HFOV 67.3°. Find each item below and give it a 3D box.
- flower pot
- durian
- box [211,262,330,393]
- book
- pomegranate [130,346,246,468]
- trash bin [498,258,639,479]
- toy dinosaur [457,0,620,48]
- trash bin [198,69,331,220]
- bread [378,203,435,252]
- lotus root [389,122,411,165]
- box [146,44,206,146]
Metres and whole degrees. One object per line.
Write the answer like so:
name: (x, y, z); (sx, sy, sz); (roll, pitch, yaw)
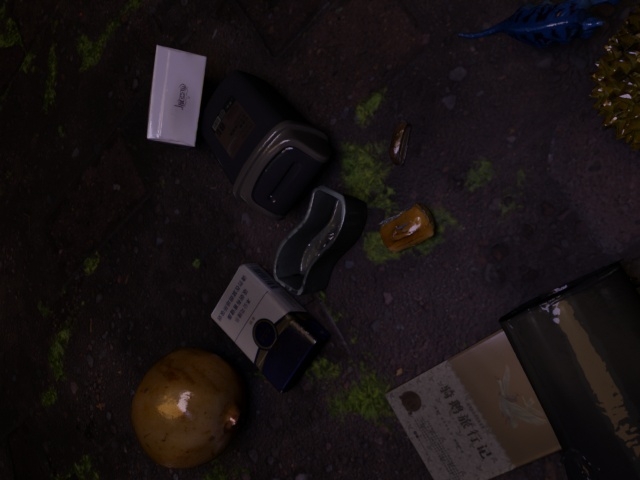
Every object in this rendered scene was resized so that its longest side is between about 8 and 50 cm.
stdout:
flower pot: (0.000, 0.000, 0.994); (0.103, 0.108, 0.229); (40, 108, 24)
durian: (0.511, -0.249, 0.624); (0.258, 0.258, 0.293); (34, 96, 26)
box: (-0.117, 0.193, 1.086); (0.259, 0.071, 0.168); (41, 110, 25)
book: (0.292, 0.310, 0.875); (0.310, 0.021, 0.217); (-38, 72, 25)
pomegranate: (-0.292, 0.377, 1.087); (0.264, 0.264, 0.265); (0, 91, 30)
trash bin: (0.413, 0.208, 0.696); (0.252, 0.203, 0.302); (-21, 76, -11)
toy dinosaur: (0.367, -0.343, 0.763); (0.329, 0.144, 0.076); (-127, 24, -62)
trash bin: (-0.119, -0.203, 1.024); (0.209, 0.182, 0.290); (-51, 62, 26)
bread: (0.167, -0.023, 0.927); (0.106, 0.053, 0.072); (-29, 73, 33)
lotus root: (0.152, -0.190, 0.942); (0.030, 0.037, 0.083); (15, 98, 33)
box: (-0.338, -0.316, 1.112); (0.260, 0.111, 0.195); (-150, 68, -71)
